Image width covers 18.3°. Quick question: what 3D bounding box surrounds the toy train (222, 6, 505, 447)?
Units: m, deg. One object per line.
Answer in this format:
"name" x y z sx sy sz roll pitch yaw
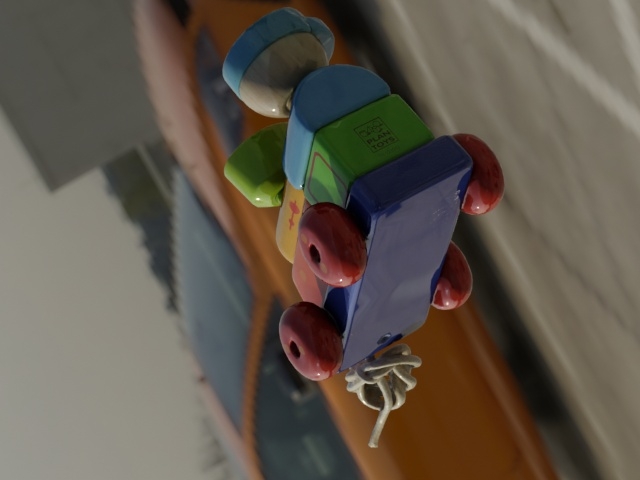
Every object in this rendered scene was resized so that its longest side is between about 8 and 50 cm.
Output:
"toy train" 0.000 0.000 1.050 0.143 0.105 0.248 52 154 24
